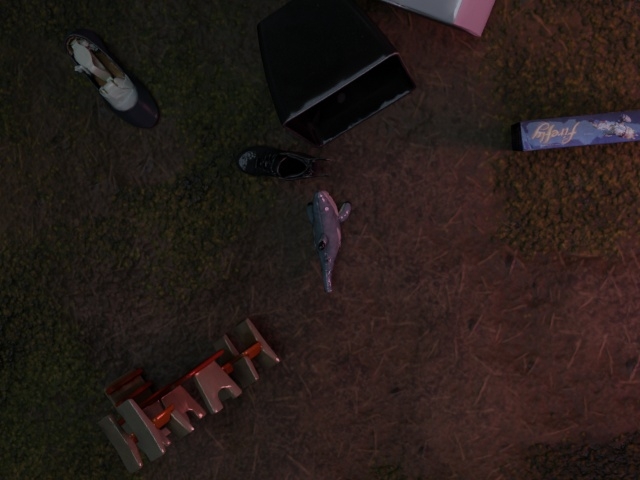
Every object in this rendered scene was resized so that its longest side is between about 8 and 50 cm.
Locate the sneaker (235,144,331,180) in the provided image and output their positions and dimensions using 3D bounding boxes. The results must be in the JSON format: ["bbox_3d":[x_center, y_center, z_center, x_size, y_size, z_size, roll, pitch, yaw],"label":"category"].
[{"bbox_3d":[-0.062,-0.122,1.159,0.170,0.089,0.051,7,98,9],"label":"sneaker"}]

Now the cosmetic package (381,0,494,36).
[{"bbox_3d":[0.185,-0.487,0.984,0.196,0.155,0.366,29,111,20],"label":"cosmetic package"}]

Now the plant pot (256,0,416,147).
[{"bbox_3d":[0.010,-0.269,1.092,0.188,0.187,0.167,-31,79,12],"label":"plant pot"}]

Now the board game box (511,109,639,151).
[{"bbox_3d":[0.400,-0.157,1.033,0.243,0.165,0.042,-4,96,11],"label":"board game box"}]

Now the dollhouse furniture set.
[{"bbox_3d":[-0.239,0.237,1.164,0.135,0.262,0.259,54,133,3],"label":"dollhouse furniture set"}]

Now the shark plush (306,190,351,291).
[{"bbox_3d":[0.000,0.000,1.173,0.073,0.067,0.161,11,98,9],"label":"shark plush"}]

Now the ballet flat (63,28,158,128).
[{"bbox_3d":[-0.351,-0.266,1.205,0.074,0.074,0.203,-40,89,12],"label":"ballet flat"}]
